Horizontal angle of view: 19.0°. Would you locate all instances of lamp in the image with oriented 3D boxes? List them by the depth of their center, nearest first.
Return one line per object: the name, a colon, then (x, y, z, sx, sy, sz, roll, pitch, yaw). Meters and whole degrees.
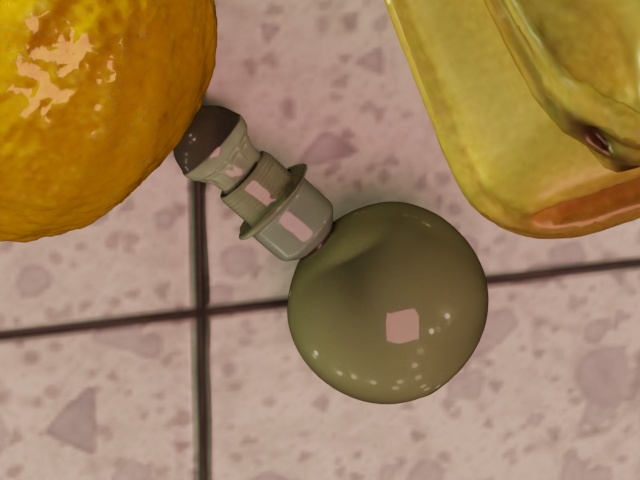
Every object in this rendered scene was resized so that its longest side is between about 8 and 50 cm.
lamp: (0.000, 0.000, 0.846, 0.163, 0.091, 0.091, 43, 100, -15)

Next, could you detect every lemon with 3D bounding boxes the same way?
lemon: (-0.116, -0.070, 0.734, 0.142, 0.142, 0.187, 24, 126, -26)

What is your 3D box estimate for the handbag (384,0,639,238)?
handbag: (0.120, -0.213, 0.615, 0.283, 0.401, 0.133, -19, 165, -9)
